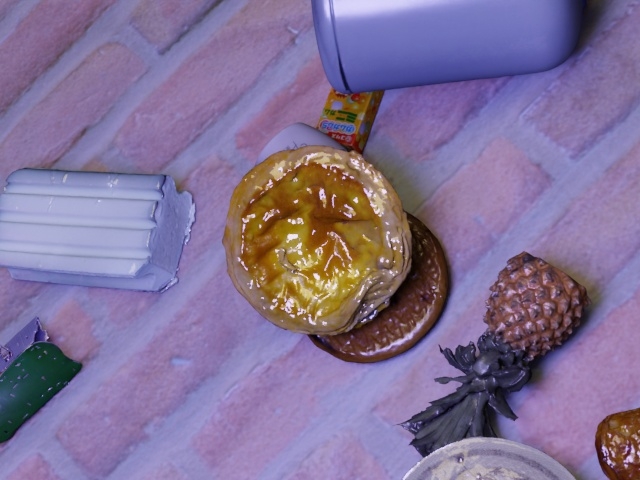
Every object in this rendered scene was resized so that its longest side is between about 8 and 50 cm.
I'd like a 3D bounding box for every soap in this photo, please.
[{"bbox_3d":[-0.308,-0.016,2.142,0.261,0.094,0.150,5,75,23],"label":"soap"}]

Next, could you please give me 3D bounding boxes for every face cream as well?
[{"bbox_3d":[-0.018,-0.084,2.026,0.117,0.117,0.104,-46,74,-1],"label":"face cream"}]

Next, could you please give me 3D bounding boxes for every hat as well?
[{"bbox_3d":[0.179,0.340,1.716,0.252,0.110,0.252,0,88,8],"label":"hat"}]

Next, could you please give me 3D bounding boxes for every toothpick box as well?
[{"bbox_3d":[0.175,-0.318,1.953,0.354,0.263,0.263,-4,66,10],"label":"toothpick box"}]

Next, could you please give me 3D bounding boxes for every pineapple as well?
[{"bbox_3d":[0.205,0.153,1.842,0.130,0.119,0.277,37,85,-13],"label":"pineapple"}]

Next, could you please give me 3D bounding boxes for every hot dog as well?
[{"bbox_3d":[0.378,0.223,1.760,0.147,0.065,0.099,-17,62,3],"label":"hot dog"}]

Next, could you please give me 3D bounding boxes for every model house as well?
[{"bbox_3d":[-0.414,0.174,2.090,0.167,0.117,0.088,-44,55,4],"label":"model house"}]

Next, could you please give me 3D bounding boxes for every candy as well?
[{"bbox_3d":[0.040,-0.176,2.090,0.062,0.038,0.122,13,73,26],"label":"candy"}]

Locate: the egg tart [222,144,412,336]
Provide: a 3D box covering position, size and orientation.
[{"bbox_3d":[0.000,0.000,1.922,0.241,0.106,0.241,2,99,14],"label":"egg tart"}]

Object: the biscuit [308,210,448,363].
[{"bbox_3d":[0.062,0.054,1.983,0.212,0.036,0.212,-8,67,19],"label":"biscuit"}]
